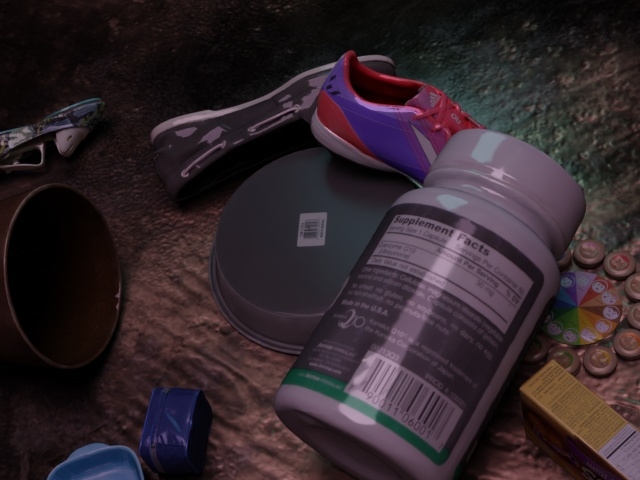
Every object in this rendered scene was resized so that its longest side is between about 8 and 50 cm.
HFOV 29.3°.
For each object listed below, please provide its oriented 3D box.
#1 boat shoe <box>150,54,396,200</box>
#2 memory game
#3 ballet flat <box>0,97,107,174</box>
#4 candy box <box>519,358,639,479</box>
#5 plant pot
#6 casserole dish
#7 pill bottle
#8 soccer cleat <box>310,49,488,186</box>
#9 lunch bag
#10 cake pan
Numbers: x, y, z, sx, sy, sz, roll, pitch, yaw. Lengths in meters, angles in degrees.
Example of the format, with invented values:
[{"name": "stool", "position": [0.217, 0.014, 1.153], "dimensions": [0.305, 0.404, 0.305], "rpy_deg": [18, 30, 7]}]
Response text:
[{"name": "boat shoe", "position": [-0.054, -0.138, 1.568], "dimensions": [0.335, 0.112, 0.095], "rpy_deg": [-18, 70, 7]}, {"name": "memory game", "position": [0.290, 0.074, 1.380], "dimensions": [0.186, 0.012, 0.186], "rpy_deg": [-7, 53, 9]}, {"name": "ballet flat", "position": [-0.374, -0.134, 1.670], "dimensions": [0.188, 0.070, 0.070], "rpy_deg": [-20, 53, 1]}, {"name": "candy box", "position": [0.285, 0.214, 1.220], "dimensions": [0.053, 0.109, 0.187], "rpy_deg": [-38, 56, -14]}, {"name": "plant pot", "position": [-0.393, 0.053, 1.460], "dimensions": [0.230, 0.215, 0.215], "rpy_deg": [-7, 52, 26]}, {"name": "casserole dish", "position": [-0.235, 0.309, 1.322], "dimensions": [0.114, 0.037, 0.188], "rpy_deg": [-19, 52, 0]}, {"name": "pill bottle", "position": [0.124, 0.074, 1.281], "dimensions": [0.204, 0.204, 0.361], "rpy_deg": [23, 68, 27]}, {"name": "soccer cleat", "position": [0.145, -0.119, 1.446], "dimensions": [0.318, 0.116, 0.108], "rpy_deg": [23, 41, 6]}, {"name": "lunch bag", "position": [-0.163, 0.208, 1.358], "dimensions": [0.065, 0.067, 0.098], "rpy_deg": [0, 54, 13]}, {"name": "cake pan", "position": [0.000, 0.000, 1.478], "dimensions": [0.293, 0.054, 0.293], "rpy_deg": [-7, 54, 9]}]
